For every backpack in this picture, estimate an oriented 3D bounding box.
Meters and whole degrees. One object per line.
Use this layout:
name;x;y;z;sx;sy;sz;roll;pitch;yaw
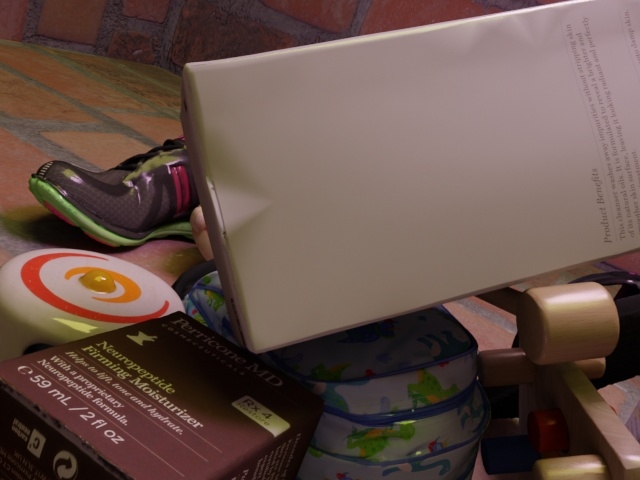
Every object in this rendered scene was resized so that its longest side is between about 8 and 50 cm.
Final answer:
backpack;0.014;0.140;0.739;0.290;0.273;0.355;-1;40;-26

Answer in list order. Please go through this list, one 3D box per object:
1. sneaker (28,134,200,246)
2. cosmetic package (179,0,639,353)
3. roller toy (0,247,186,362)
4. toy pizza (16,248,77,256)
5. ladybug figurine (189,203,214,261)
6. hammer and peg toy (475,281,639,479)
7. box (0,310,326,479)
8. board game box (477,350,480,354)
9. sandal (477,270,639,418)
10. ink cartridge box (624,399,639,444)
sneaker;-0.271;-0.105;1.207;0.185;0.202;0.483;30;19;31
cosmetic package;0.092;-0.057;0.592;0.385;0.217;0.156;-11;-2;-10
roller toy;-0.237;0.096;0.708;0.191;0.146;0.209;30;18;26
toy pizza;-0.307;0.068;0.917;0.202;0.032;0.201;20;17;-6
ladybug figurine;0.000;0.000;1.174;0.450;0.161;0.305;13;34;-36
hammer and peg toy;0.228;0.183;0.640;0.128;0.360;0.266;-5;17;0
box;-0.134;0.178;0.535;0.169;0.166;0.203;27;17;22
board game box;0.116;0.163;0.959;0.186;0.126;0.026;29;18;26
sandal;0.304;0.120;0.861;0.168;0.445;0.106;5;62;-18
ink cartridge box;0.493;0.258;0.855;0.197;0.269;0.198;27;18;16
